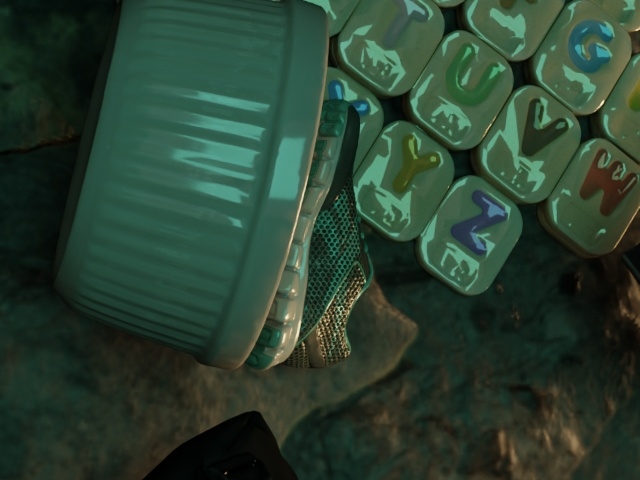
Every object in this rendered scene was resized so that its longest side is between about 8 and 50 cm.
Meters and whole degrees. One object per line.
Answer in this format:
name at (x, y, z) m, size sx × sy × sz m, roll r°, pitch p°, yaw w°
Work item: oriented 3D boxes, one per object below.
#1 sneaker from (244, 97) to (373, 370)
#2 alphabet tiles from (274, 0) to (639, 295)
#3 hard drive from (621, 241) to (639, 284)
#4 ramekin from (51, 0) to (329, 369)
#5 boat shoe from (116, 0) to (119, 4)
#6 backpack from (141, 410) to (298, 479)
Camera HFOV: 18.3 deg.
sneaker at (0.000, 0.000, 1.179) m, size 0.076 × 0.065 × 0.166 m, roll 17°, pitch 87°, yaw -37°
alphabet tiles at (0.103, -0.121, 1.247) m, size 0.284 × 0.021 × 0.278 m, roll 37°, pitch 73°, yaw -13°
hard drive at (0.372, -0.018, 1.195) m, size 0.339 × 0.064 × 0.237 m, roll -40°, pitch 130°, yaw 7°
ramekin at (-0.075, -0.041, 1.077) m, size 0.109 × 0.207 × 0.207 m, roll 14°, pitch 79°, yaw -10°
boat shoe at (-0.080, -0.194, 1.162) m, size 0.066 × 0.063 × 0.184 m, roll 8°, pitch 81°, yaw -20°
backpack at (-0.037, 0.320, 1.022) m, size 0.355 × 0.273 × 0.290 m, roll 46°, pitch 33°, yaw -2°
